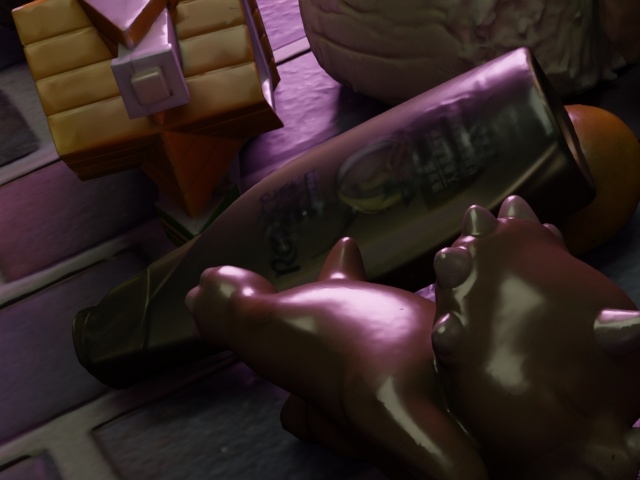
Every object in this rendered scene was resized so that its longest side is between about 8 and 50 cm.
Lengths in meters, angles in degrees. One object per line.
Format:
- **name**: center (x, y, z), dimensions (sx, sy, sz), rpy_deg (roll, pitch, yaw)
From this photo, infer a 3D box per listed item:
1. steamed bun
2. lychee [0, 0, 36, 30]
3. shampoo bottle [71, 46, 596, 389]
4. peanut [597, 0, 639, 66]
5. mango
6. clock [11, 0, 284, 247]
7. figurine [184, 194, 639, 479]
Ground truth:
- **steamed bun**: center (0.126, -0.265, 1.322), dimensions (0.312, 0.233, 0.334), rpy_deg (12, 41, 34)
- **lychee**: center (-0.247, -0.338, 1.543), dimensions (0.300, 0.300, 0.300), rpy_deg (-11, 34, 8)
- **shampoo bottle**: center (0.000, 0.000, 1.059), dimensions (0.350, 0.084, 0.125), rpy_deg (-25, 47, 16)
- **peanut**: center (0.301, -0.223, 1.201), dimensions (0.233, 0.197, 0.110), rpy_deg (-17, 32, -37)
- **mango**: center (0.140, -0.030, 1.105), dimensions (0.163, 0.089, 0.111), rpy_deg (-21, 37, 6)
- **clock**: center (-0.125, -0.140, 1.243), dimensions (0.166, 0.235, 0.309), rpy_deg (-15, 34, 4)
- **figurine**: center (0.080, 0.059, 0.920), dimensions (0.173, 0.177, 0.247), rpy_deg (-50, 35, -13)
